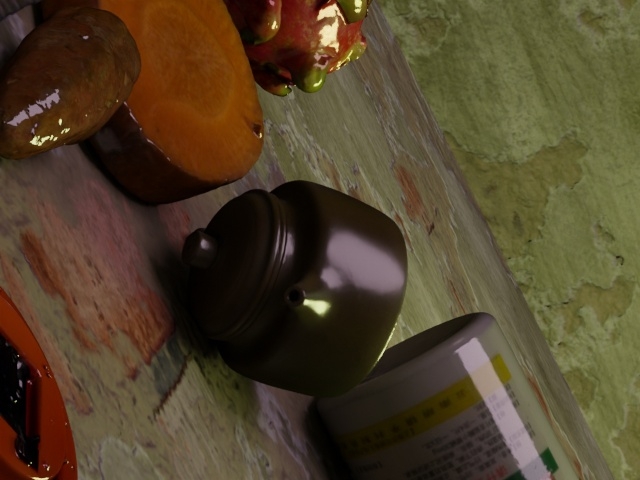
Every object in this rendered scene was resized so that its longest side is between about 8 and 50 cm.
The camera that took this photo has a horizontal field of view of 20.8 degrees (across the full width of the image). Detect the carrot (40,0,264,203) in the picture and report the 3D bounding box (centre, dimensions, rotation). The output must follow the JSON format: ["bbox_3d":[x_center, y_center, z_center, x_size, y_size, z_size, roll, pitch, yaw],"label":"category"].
[{"bbox_3d":[-0.156,-0.159,1.604,0.258,0.100,0.307,56,18,-20],"label":"carrot"}]

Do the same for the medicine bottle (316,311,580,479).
[{"bbox_3d":[0.159,0.265,1.786,0.339,0.208,0.208,62,13,-2],"label":"medicine bottle"}]

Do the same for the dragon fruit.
[{"bbox_3d":[-0.072,-0.321,2.024,0.307,0.243,0.227,29,37,8],"label":"dragon fruit"}]

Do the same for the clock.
[{"bbox_3d":[-0.206,0.091,1.047,0.205,0.051,0.205,59,13,-23],"label":"clock"}]

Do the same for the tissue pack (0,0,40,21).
[{"bbox_3d":[-0.268,-0.267,1.430,0.155,0.065,0.115,61,14,-15],"label":"tissue pack"}]

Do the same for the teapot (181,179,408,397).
[{"bbox_3d":[-0.046,0.029,1.559,0.175,0.185,0.268,23,1,-27],"label":"teapot"}]

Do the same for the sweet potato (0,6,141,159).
[{"bbox_3d":[-0.207,-0.116,1.353,0.097,0.097,0.251,61,22,-15],"label":"sweet potato"}]
